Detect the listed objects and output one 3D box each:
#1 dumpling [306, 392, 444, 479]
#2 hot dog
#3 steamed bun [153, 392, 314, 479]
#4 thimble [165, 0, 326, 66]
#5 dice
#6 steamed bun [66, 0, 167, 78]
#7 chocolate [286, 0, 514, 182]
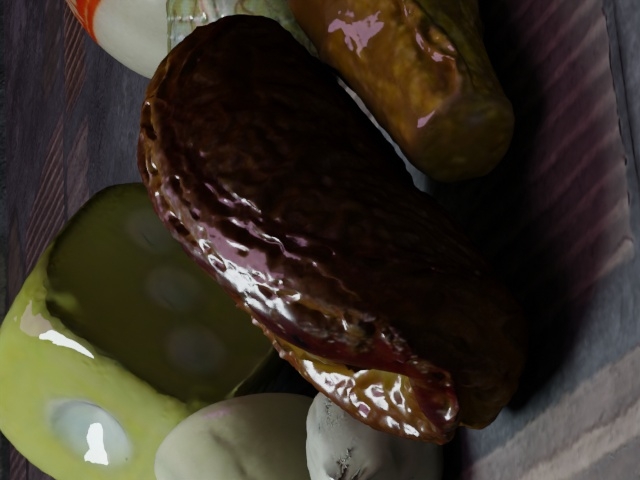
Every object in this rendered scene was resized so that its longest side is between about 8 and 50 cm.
[{"bbox_3d":[0.041,0.176,1.566,0.199,0.118,0.136,-65,-20,-48],"label":"dumpling"},{"bbox_3d":[0.000,0.000,1.458,0.387,0.174,0.267,53,-176,40],"label":"hot dog"},{"bbox_3d":[-0.022,0.245,1.718,0.225,0.170,0.200,56,175,38],"label":"steamed bun"},{"bbox_3d":[-0.078,-0.182,1.915,0.190,0.137,0.144,7,101,44],"label":"thimble"},{"bbox_3d":[-0.168,0.107,1.910,0.233,0.238,0.227,-54,-8,-42],"label":"dice"},{"bbox_3d":[-0.168,-0.354,2.110,0.374,0.241,0.375,-176,90,-70],"label":"steamed bun"},{"bbox_3d":[0.045,-0.216,1.545,0.445,0.162,0.162,-113,30,-47],"label":"chocolate"}]
